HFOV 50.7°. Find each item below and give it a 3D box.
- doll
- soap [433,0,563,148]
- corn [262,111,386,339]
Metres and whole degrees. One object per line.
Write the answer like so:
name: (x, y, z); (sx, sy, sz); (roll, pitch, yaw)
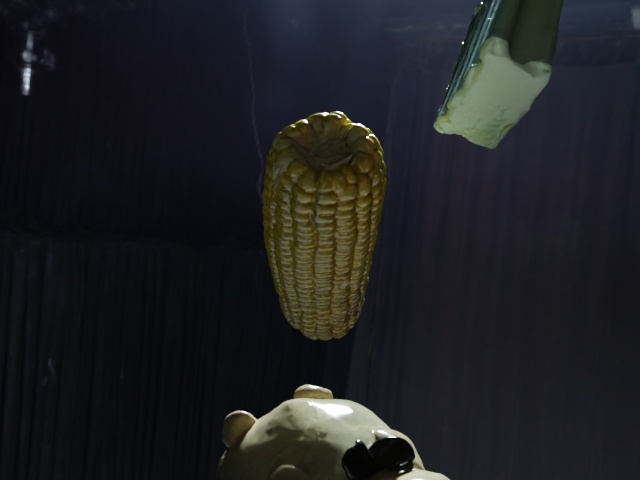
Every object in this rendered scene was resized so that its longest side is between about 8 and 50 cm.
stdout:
doll: (0.037, 0.305, 0.722); (0.247, 0.247, 0.349); (5, 26, -41)
soap: (0.174, -0.187, 0.631); (0.063, 0.198, 0.114); (26, -36, -3)
corn: (0.000, 0.000, 0.559); (0.094, 0.093, 0.244); (6, -35, 2)
